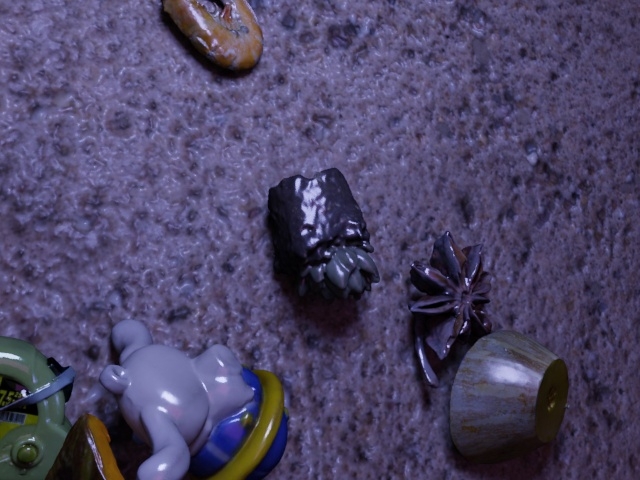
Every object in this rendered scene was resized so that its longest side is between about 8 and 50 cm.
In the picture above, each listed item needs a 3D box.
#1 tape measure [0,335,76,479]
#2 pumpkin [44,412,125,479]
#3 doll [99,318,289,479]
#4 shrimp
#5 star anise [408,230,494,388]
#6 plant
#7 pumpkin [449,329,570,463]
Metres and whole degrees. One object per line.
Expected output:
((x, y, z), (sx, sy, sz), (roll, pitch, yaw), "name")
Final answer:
((-0.377, 0.198, 0.790), (0.200, 0.106, 0.175), (8, 90, -20), "tape measure")
((-0.215, 0.372, 0.721), (0.290, 0.258, 0.095), (39, 22, 16), "pumpkin")
((-0.129, 0.203, 0.792), (0.159, 0.311, 0.242), (-35, 107, 1), "doll")
((-0.164, -0.336, 1.033), (0.187, 0.052, 0.132), (43, 47, -16), "shrimp")
((0.198, 0.102, 1.069), (0.231, 0.089, 0.209), (-46, 111, -24), "star anise")
((0.000, 0.000, 0.984), (0.132, 0.129, 0.194), (-14, 82, -23), "plant")
((0.310, 0.249, 1.050), (0.217, 0.110, 0.217), (0, 90, -37), "pumpkin")
